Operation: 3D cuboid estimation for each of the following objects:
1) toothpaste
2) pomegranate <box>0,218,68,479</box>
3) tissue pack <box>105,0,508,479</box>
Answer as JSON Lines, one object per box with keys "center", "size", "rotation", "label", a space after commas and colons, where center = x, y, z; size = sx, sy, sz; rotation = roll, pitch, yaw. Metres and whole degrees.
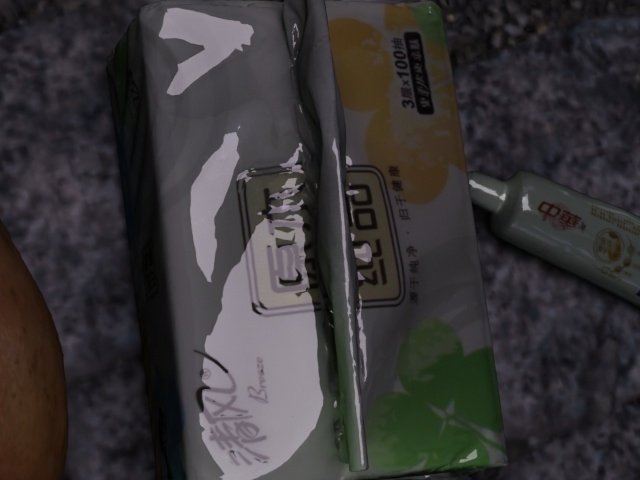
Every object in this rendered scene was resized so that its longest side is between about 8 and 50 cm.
{"center": [0.176, 0.013, 0.869], "size": [0.233, 0.038, 0.060], "rotation": [23, 75, -15], "label": "toothpaste"}
{"center": [-0.251, 0.061, 0.589], "size": [0.322, 0.322, 0.322], "rotation": [4, 77, -18], "label": "pomegranate"}
{"center": [0.000, 0.000, 0.752], "size": [0.159, 0.145, 0.229], "rotation": [-3, 79, -20], "label": "tissue pack"}
